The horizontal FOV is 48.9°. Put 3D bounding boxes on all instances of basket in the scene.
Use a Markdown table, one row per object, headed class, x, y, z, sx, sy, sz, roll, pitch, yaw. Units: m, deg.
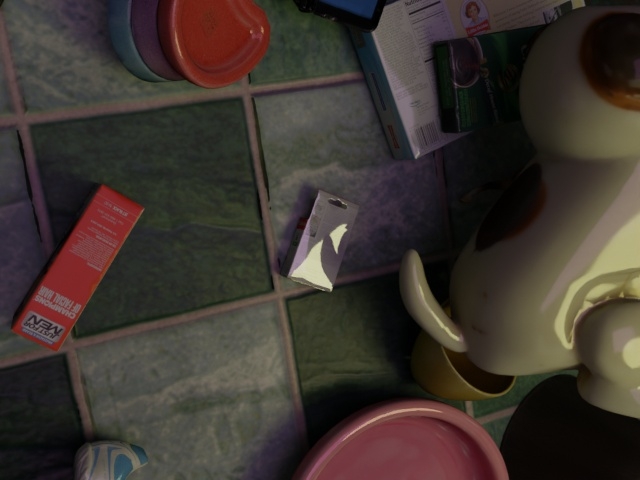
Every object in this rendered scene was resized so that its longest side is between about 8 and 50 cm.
| class | x | y | z | sx | sy | sz | roll | pitch | yaw |
| --- | --- | --- | --- | --- | --- | --- | --- | --- | --- |
| basket | 0.381 | 0.308 | 0.954 | 0.154 | 0.227 | 0.204 | 35 | 83 | -22 |

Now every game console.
| class | x | y | z | sx | sy | sz | roll | pitch | yaw |
| --- | --- | --- | --- | --- | --- | --- | --- | --- | --- |
| game console | 0.024 | -0.327 | 0.786 | 0.124 | 0.085 | 0.144 | 38 | 68 | -59 |

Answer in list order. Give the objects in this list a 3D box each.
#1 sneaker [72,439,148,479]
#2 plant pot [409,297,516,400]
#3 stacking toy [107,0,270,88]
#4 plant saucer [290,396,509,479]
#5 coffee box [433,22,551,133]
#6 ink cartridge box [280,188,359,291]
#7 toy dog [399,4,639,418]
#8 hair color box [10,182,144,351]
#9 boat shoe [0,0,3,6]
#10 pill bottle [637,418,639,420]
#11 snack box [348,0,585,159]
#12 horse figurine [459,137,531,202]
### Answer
| class | x | y | z | sx | sy | sz | roll | pitch | yaw |
| --- | --- | --- | --- | --- | --- | --- | --- | --- | --- |
| sneaker | -0.241 | 0.339 | 0.776 | 0.086 | 0.085 | 0.237 | 9 | 94 | -18 |
| plant pot | 0.171 | 0.152 | 0.910 | 0.134 | 0.095 | 0.134 | 21 | 49 | -26 |
| stacking toy | -0.144 | -0.331 | 0.716 | 0.280 | 0.130 | 0.309 | -54 | 143 | -35 |
| plant saucer | 0.091 | 0.361 | 0.917 | 0.331 | 0.084 | 0.333 | -2 | 96 | -22 |
| coffee box | 0.231 | -0.203 | 0.872 | 0.184 | 0.040 | 0.113 | -13 | 104 | -22 |
| ink cartridge box | 0.000 | 0.000 | 0.871 | 0.062 | 0.029 | 0.115 | 20 | 87 | -23 |
| toy dog | 0.302 | -0.054 | 0.800 | 0.395 | 0.284 | 0.408 | 9 | 104 | 2 |
| hair color box | -0.253 | 0.023 | 0.733 | 0.053 | 0.093 | 0.167 | 31 | 83 | -21 |
| boat shoe | -0.335 | -0.314 | 0.657 | 0.103 | 0.118 | 0.321 | 18 | 84 | -15 |
| pill bottle | 0.540 | 0.230 | 0.980 | 0.160 | 0.283 | 0.161 | -3 | 97 | -22 |
| snack box | 0.208 | -0.253 | 0.912 | 0.321 | 0.060 | 0.187 | -27 | 107 | -18 |
| horse figurine | 0.311 | -0.026 | 0.978 | 0.174 | 0.066 | 0.263 | -36 | 107 | -10 |
